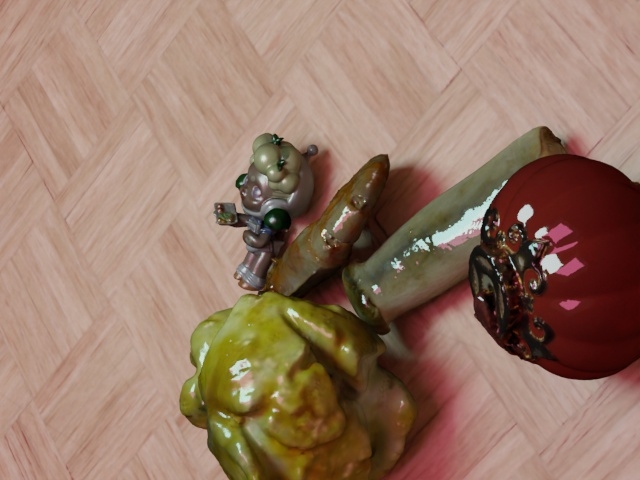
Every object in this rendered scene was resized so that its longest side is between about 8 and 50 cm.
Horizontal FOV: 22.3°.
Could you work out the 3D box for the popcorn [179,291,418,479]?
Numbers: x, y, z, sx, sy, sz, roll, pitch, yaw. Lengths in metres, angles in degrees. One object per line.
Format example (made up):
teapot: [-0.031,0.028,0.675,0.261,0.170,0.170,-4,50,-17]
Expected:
popcorn: [-0.038,0.168,1.810,0.276,0.225,0.276,43,141,49]

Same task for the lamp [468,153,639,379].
lamp: [0.245,0.028,1.602,0.227,0.227,0.227,-9,77,40]

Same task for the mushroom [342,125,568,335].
mushroom: [0.150,-0.004,1.787,0.312,0.081,0.100,-37,63,26]

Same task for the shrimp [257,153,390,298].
shrimp: [0.001,0.001,1.903,0.294,0.062,0.154,-45,10,42]

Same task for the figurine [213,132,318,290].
figurine: [-0.070,-0.037,1.974,0.197,0.093,0.147,-64,29,14]
